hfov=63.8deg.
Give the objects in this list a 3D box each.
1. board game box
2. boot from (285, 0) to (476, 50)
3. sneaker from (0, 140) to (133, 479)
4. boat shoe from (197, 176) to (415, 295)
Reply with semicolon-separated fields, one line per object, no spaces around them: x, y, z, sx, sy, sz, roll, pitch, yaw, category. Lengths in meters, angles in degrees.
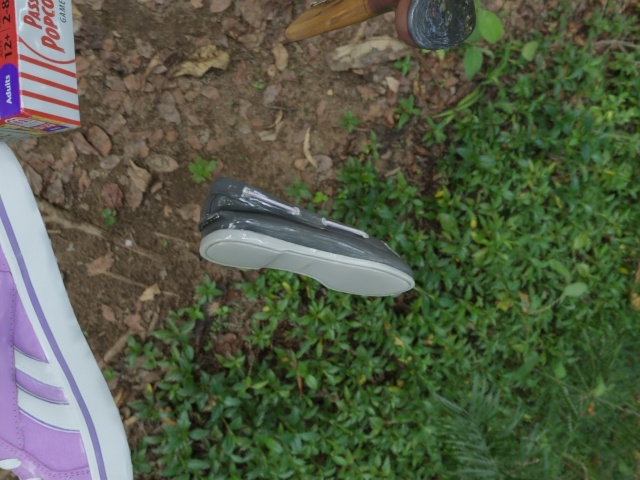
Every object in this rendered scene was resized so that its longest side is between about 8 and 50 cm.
-0.258;-0.138;0.366;0.045;0.193;0.147;0;85;-64;board game box
0.063;-0.311;0.671;0.096;0.280;0.264;56;49;-40;boot
-0.230;0.095;0.317;0.161;0.102;0.283;-29;109;-41;sneaker
0.000;0.000;0.682;0.334;0.112;0.096;16;61;-34;boat shoe
